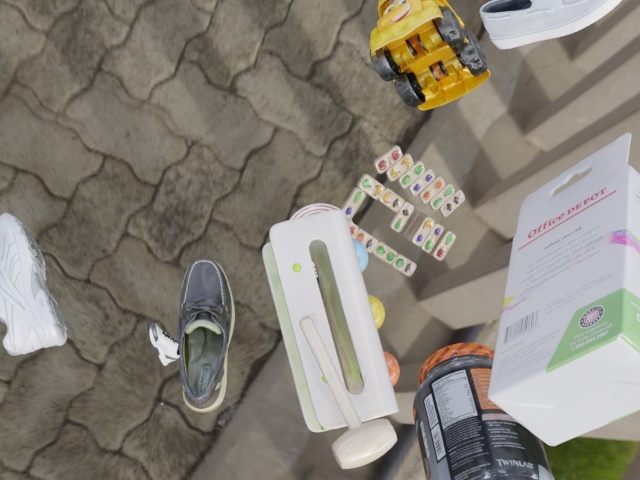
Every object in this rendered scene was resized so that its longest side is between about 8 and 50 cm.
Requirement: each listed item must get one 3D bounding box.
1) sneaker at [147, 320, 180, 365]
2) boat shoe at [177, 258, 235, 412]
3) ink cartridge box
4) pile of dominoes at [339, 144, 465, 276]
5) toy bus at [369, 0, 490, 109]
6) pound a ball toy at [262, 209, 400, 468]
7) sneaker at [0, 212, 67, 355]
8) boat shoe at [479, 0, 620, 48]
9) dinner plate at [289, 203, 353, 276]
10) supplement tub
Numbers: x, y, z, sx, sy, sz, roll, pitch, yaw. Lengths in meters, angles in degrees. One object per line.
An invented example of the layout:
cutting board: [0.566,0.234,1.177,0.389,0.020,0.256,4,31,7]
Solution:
sneaker: [-0.293,0.187,1.855,0.043,0.109,0.040,-19,43,0]
boat shoe: [-0.161,0.126,1.392,0.080,0.073,0.224,2,71,-5]
ink cartridge box: [0.337,0.052,1.225,0.119,0.207,0.353,36,45,-18]
pile of dominoes: [0.159,-0.049,1.835,0.251,0.040,0.196,31,92,-39]
toy bus: [0.162,-0.354,1.626,0.149,0.220,0.212,-24,62,22]
pound a ball toy: [0.032,0.121,1.270,0.135,0.208,0.319,-14,79,-11]
sneaker: [-0.472,0.067,1.503,0.115,0.090,0.232,-22,69,-5]
boat shoe: [0.273,-0.286,1.188,0.063,0.184,0.066,48,60,-28]
dinner plate: [0.000,0.000,1.883,0.141,0.017,0.141,0,84,0]
supplement tub: [0.273,0.349,1.701,0.207,0.207,0.338,4,37,-8]
